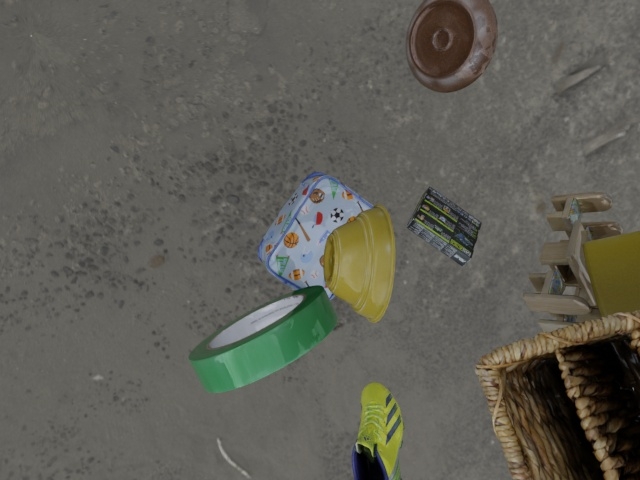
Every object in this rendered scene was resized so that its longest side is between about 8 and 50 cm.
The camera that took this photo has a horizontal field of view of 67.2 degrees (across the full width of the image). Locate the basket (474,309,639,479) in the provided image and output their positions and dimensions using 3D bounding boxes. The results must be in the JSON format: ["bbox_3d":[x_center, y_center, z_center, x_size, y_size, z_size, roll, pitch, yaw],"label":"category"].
[{"bbox_3d":[0.327,0.218,0.448,0.222,0.299,0.213,12,146,-42],"label":"basket"}]

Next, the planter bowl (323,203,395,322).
[{"bbox_3d":[0.057,0.039,0.880,0.090,0.217,0.217,4,109,-12],"label":"planter bowl"}]

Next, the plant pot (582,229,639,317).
[{"bbox_3d":[0.502,0.098,0.625,0.212,0.212,0.187,18,69,-25],"label":"plant pot"}]

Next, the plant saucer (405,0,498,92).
[{"bbox_3d":[0.244,-0.393,0.944,0.036,0.198,0.199,-19,121,-46],"label":"plant saucer"}]

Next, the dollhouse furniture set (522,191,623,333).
[{"bbox_3d":[0.477,0.071,0.797,0.242,0.160,0.212,47,59,-32],"label":"dollhouse furniture set"}]

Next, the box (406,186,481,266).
[{"bbox_3d":[0.349,-0.043,1.343,0.184,0.190,0.045,-55,180,-44],"label":"box"}]

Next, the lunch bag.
[{"bbox_3d":[0.000,0.000,1.224,0.243,0.115,0.304,34,90,-26],"label":"lunch bag"}]

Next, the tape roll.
[{"bbox_3d":[-0.120,0.203,1.034,0.321,0.321,0.077,-27,95,-19],"label":"tape roll"}]

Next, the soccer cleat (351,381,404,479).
[{"bbox_3d":[0.114,0.413,1.005,0.093,0.289,0.121,-26,125,23],"label":"soccer cleat"}]
